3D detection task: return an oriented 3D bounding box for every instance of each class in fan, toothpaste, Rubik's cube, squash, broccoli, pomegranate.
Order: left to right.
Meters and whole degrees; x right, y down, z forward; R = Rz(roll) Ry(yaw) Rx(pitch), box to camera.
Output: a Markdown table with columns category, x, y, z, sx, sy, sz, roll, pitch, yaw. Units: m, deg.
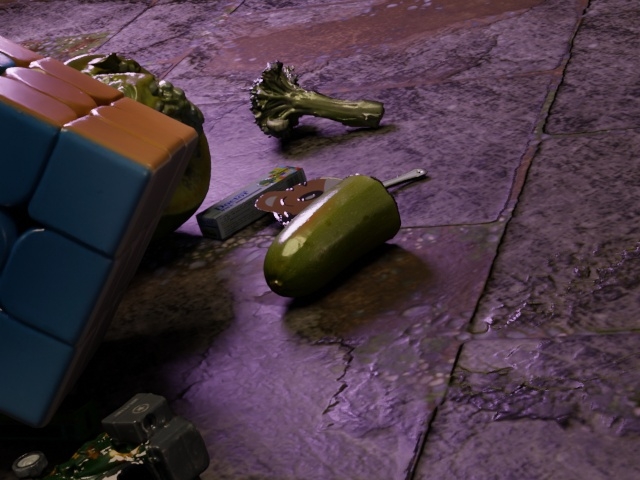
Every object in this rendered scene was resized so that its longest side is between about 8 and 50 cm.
| category | x | y | z | sx | sy | sz | roll | pitch | yaw |
| --- | --- | --- | --- | --- | --- | --- | --- | --- | --- |
| Rubik's cube | -0.327 | -0.030 | 1.323 | 0.292 | 0.290 | 0.291 | 25 | 12 | -2 |
| pomegranate | -0.276 | -0.083 | 1.653 | 0.260 | 0.260 | 0.340 | -1 | 54 | 25 |
| toothpaste | -0.088 | -0.052 | 1.724 | 0.164 | 0.034 | 0.046 | -33 | 28 | -34 |
| broccoli | -0.006 | -0.198 | 1.929 | 0.204 | 0.118 | 0.122 | 11 | 1 | 14 |
| squash | 0.000 | 0.000 | 1.508 | 0.095 | 0.095 | 0.188 | 11 | 35 | 41 |
| fan | 0.039 | -0.057 | 1.681 | 0.227 | 0.008 | 0.152 | -20 | 34 | -22 |

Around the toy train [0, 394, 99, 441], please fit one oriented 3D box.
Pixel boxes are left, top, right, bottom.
| category | x | y | z | sx | sy | sz | roll | pitch | yaw |
| --- | --- | --- | --- | --- | --- | --- | --- | --- | --- |
| toy train | -0.331 | 0.187 | 1.344 | 0.209 | 0.042 | 0.044 | -3 | 12 | 22 |

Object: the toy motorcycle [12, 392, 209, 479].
| category | x | y | z | sx | sy | sz | roll | pitch | yaw |
| --- | --- | --- | --- | --- | --- | --- | --- | --- | --- |
| toy motorcycle | -0.199 | 0.233 | 1.101 | 0.187 | 0.124 | 0.275 | -2 | 26 | 42 |
